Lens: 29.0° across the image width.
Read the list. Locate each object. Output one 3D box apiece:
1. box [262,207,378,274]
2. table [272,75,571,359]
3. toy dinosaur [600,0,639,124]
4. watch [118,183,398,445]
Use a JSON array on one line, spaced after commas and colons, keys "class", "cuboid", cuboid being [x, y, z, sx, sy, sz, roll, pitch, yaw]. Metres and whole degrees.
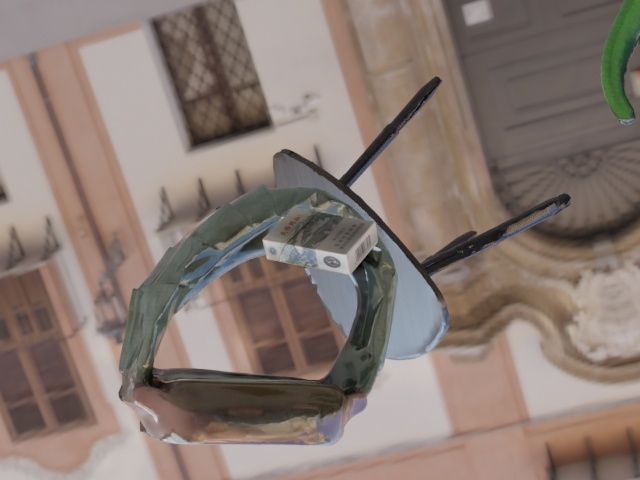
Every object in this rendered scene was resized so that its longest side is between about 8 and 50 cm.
[{"class": "box", "cuboid": [0.000, 0.000, 1.049, 0.083, 0.024, 0.054, 10, -140, 30]}, {"class": "table", "cuboid": [0.146, -0.020, 1.578, 0.249, 0.317, 0.317, -34, -160, -23]}, {"class": "toy dinosaur", "cuboid": [0.456, -0.240, 1.060, 0.374, 0.144, 0.500, 17, -116, 5]}, {"class": "watch", "cuboid": [-0.052, 0.067, 1.151, 0.253, 0.241, 0.161, 4, 175, -20]}]
